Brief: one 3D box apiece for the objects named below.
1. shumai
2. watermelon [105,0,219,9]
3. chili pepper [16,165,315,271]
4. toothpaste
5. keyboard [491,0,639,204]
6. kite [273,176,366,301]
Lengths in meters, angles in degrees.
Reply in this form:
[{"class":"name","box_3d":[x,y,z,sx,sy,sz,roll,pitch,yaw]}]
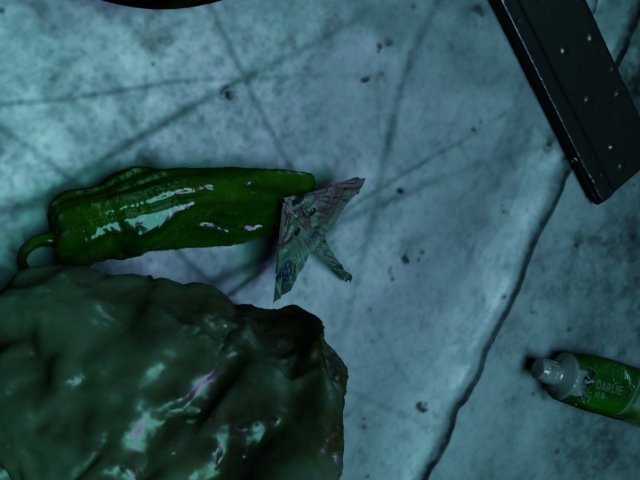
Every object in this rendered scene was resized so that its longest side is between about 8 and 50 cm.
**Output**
[{"class":"shumai","box_3d":[-0.159,0.143,0.785,0.263,0.304,0.309,31,82,-16]},{"class":"watermelon","box_3d":[-0.118,-0.294,0.748,0.269,0.269,0.269,-5,100,-26]},{"class":"chili pepper","box_3d":[-0.119,-0.021,0.884,0.257,0.100,0.074,-7,73,-23]},{"class":"toothpaste","box_3d":[0.324,0.162,1.150,0.248,0.047,0.078,18,92,-29]},{"class":"keyboard","box_3d":[0.242,-0.182,1.067,0.101,0.018,0.309,-40,113,-17]},{"class":"kite","box_3d":[0.000,0.000,0.942,0.139,0.011,0.156,-51,145,-11]}]
